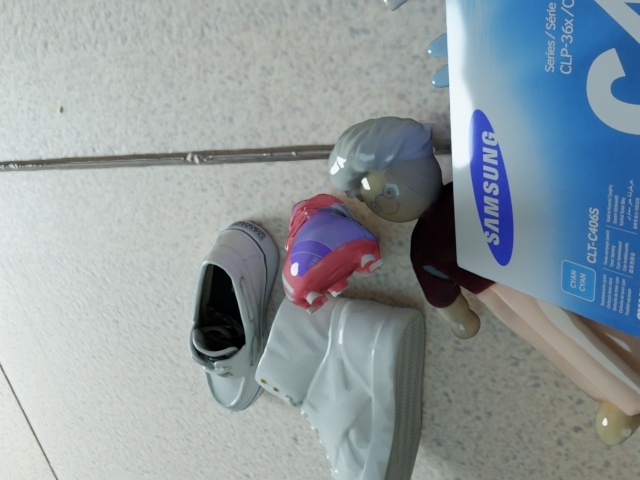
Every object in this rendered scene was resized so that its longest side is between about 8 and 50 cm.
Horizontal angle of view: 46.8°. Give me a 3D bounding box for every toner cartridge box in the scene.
[{"bbox_3d":[0.153,-0.123,0.405,0.165,0.075,0.347,24,131,46],"label":"toner cartridge box"}]

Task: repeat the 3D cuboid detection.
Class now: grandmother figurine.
[{"bbox_3d":[0.154,0.015,0.612,0.342,0.104,0.207,38,122,2],"label":"grandmother figurine"}]

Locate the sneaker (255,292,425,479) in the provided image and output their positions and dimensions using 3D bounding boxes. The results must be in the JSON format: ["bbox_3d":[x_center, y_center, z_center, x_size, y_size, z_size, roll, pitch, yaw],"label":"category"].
[{"bbox_3d":[0.016,0.185,0.804,0.169,0.108,0.292,14,115,26],"label":"sneaker"}]

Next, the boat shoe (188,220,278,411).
[{"bbox_3d":[-0.104,0.107,0.831,0.096,0.088,0.267,26,128,15],"label":"boat shoe"}]

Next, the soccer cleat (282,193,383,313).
[{"bbox_3d":[0.000,0.000,0.618,0.083,0.248,0.095,-35,85,5],"label":"soccer cleat"}]

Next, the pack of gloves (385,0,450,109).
[{"bbox_3d":[0.154,-0.206,0.521,0.232,0.046,0.195,-24,91,38],"label":"pack of gloves"}]
